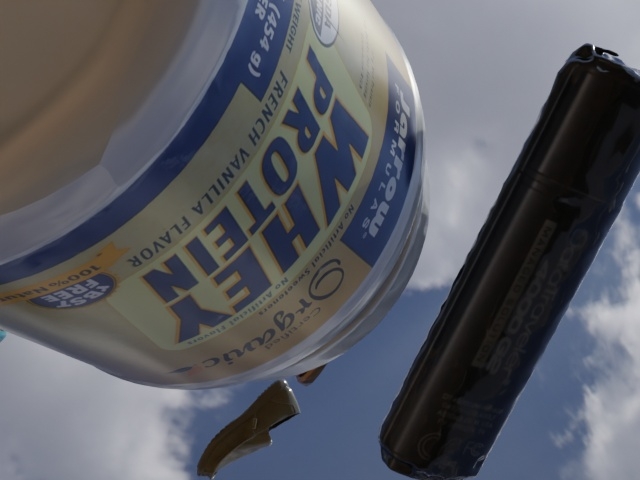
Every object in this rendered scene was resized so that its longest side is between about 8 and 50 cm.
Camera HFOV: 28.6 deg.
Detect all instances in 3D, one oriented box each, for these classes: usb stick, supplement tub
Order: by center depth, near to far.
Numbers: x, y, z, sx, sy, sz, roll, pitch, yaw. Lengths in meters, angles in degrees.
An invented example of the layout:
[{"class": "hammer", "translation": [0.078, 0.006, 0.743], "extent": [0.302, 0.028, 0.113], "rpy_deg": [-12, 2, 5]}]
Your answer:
[{"class": "supplement tub", "translation": [-0.083, -0.060, 0.557], "extent": [0.228, 0.316, 0.228], "rpy_deg": [-6, -108, 19]}, {"class": "usb stick", "translation": [0.118, 0.020, 0.742], "extent": [0.278, 0.077, 0.045], "rpy_deg": [-65, -152, 13]}]

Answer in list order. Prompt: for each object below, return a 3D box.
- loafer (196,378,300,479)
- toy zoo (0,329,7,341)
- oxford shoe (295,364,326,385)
[{"class": "loafer", "translation": [-0.081, 0.223, 1.438], "extent": [0.050, 0.056, 0.148], "rpy_deg": [43, -100, 10]}, {"class": "toy zoo", "translation": [-0.269, -0.055, 0.812], "extent": [0.030, 0.192, 0.293], "rpy_deg": [-40, -109, 31]}, {"class": "oxford shoe", "translation": [0.000, 0.000, 0.923], "extent": [0.076, 0.076, 0.212], "rpy_deg": [16, -92, -14]}]
